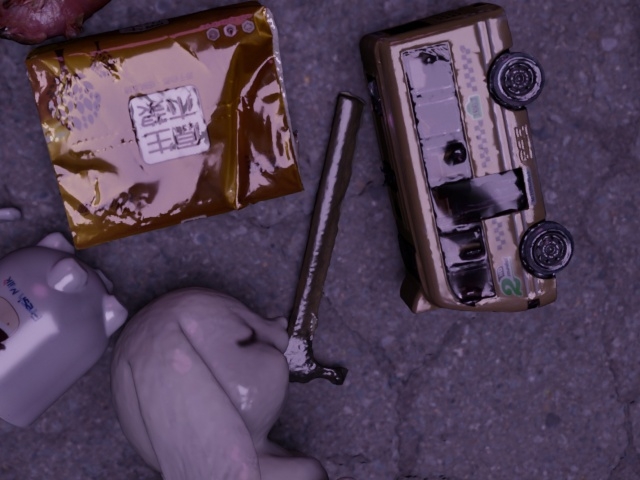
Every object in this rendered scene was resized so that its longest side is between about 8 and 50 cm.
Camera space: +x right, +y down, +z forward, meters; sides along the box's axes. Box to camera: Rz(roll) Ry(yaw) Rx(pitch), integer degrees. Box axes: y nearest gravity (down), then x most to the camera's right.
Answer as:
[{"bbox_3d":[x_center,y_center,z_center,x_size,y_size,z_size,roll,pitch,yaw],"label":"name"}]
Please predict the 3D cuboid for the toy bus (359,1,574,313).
[{"bbox_3d":[0.133,-0.071,1.138,0.157,0.139,0.289,-14,105,-4],"label":"toy bus"}]

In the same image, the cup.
[{"bbox_3d":[-0.271,0.063,1.110,0.142,0.173,0.134,-42,139,-1],"label":"cup"}]

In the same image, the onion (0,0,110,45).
[{"bbox_3d":[-0.254,-0.265,1.020,0.184,0.147,0.184,-13,146,-9],"label":"onion"}]

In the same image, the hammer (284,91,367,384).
[{"bbox_3d":[0.000,0.000,1.186,0.125,0.027,0.297,12,101,-12],"label":"hammer"}]

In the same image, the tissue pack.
[{"bbox_3d":[-0.139,-0.110,1.099,0.226,0.092,0.183,-14,107,-6],"label":"tissue pack"}]

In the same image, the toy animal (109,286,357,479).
[{"bbox_3d":[-0.100,0.174,1.103,0.206,0.272,0.264,-22,94,-11],"label":"toy animal"}]
